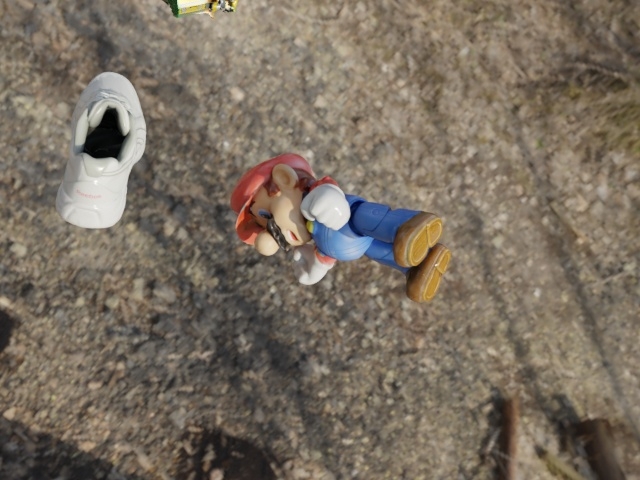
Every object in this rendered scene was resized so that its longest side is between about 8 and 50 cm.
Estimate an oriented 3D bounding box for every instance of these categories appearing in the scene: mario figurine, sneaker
[{"bbox_3d":[0.000,0.000,1.184,0.321,0.198,0.170,20,27,34],"label":"mario figurine"},{"bbox_3d":[-0.234,-0.126,1.001,0.090,0.115,0.232,10,45,-17],"label":"sneaker"}]

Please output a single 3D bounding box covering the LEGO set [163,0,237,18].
[{"bbox_3d":[-0.192,-0.499,1.456,0.192,0.331,0.254,-16,110,-19],"label":"LEGO set"}]
